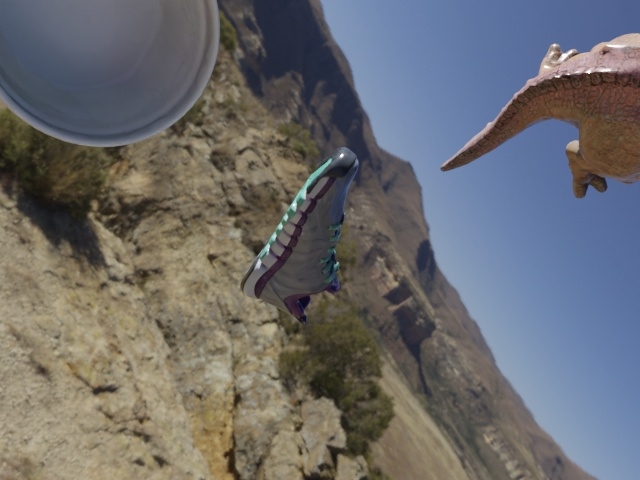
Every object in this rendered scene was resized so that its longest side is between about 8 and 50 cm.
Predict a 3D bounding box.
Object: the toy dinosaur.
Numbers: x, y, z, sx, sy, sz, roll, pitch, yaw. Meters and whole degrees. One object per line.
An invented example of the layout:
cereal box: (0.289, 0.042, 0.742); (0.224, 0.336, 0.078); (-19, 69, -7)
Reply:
toy dinosaur: (0.220, -0.075, 0.342); (0.200, 0.295, 0.127); (-30, 125, -71)

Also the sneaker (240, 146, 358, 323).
sneaker: (0.000, 0.000, 0.642); (0.098, 0.224, 0.083); (33, 38, -5)

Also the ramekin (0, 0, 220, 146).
ramekin: (-0.207, -0.198, 0.523); (0.109, 0.207, 0.207); (38, -10, 44)
